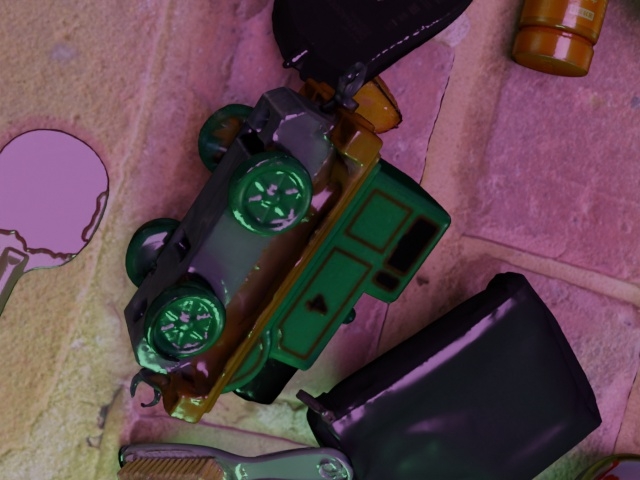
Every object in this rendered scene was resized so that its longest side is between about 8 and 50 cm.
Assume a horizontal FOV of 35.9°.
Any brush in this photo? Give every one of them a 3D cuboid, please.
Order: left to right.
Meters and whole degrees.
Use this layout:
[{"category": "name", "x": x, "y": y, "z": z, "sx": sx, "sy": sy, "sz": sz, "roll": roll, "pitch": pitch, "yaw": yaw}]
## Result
[{"category": "brush", "x": -0.106, "y": 0.250, "z": 1.029, "sx": 0.297, "sy": 0.060, "sz": 0.068, "roll": -8, "pitch": 114, "yaw": 28}]

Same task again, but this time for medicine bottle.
[{"category": "medicine bottle", "x": 0.290, "y": -0.295, "z": 1.151, "sx": 0.096, "sy": 0.096, "sz": 0.191, "roll": 16, "pitch": 91, "yaw": -14}]

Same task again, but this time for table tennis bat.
[{"category": "table tennis bat", "x": -0.317, "y": -0.008, "z": 1.070, "sx": 0.131, "sy": 0.022, "sz": 0.234, "roll": 26, "pitch": 87, "yaw": -15}]

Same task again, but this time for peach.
[{"category": "peach", "x": 0.056, "y": -0.163, "z": 1.128, "sx": 0.083, "sy": 0.050, "sz": 0.077, "roll": 8, "pitch": 114, "yaw": -5}]

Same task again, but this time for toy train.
[{"category": "toy train", "x": -0.042, "y": 0.018, "z": 1.028, "sx": 0.249, "sy": 0.178, "sz": 0.429, "roll": 27, "pitch": 104, "yaw": -29}]

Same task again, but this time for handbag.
[{"category": "handbag", "x": 0.130, "y": 0.177, "z": 1.112, "sx": 0.302, "sy": 0.178, "sz": 0.275, "roll": -35, "pitch": 116, "yaw": -6}]

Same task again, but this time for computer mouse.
[{"category": "computer mouse", "x": 0.063, "y": -0.255, "z": 1.094, "sx": 0.264, "sy": 0.088, "sz": 0.147, "roll": -33, "pitch": 74, "yaw": -13}]

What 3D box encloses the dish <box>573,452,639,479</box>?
[{"category": "dish", "x": 0.368, "y": 0.428, "z": 1.183, "sx": 0.324, "sy": 0.124, "sz": 0.324, "roll": 19, "pitch": 54, "yaw": -29}]
